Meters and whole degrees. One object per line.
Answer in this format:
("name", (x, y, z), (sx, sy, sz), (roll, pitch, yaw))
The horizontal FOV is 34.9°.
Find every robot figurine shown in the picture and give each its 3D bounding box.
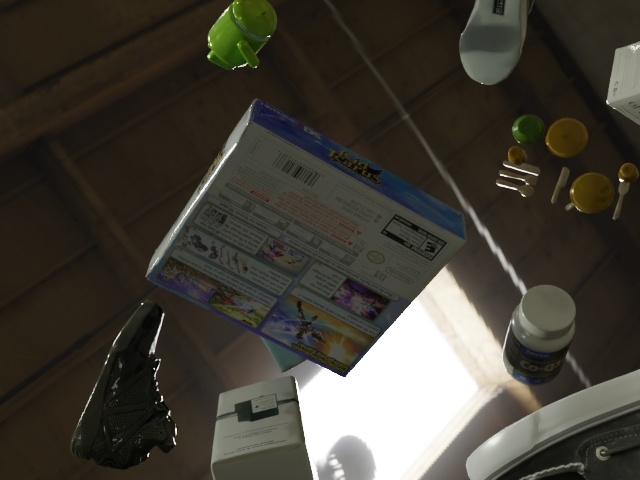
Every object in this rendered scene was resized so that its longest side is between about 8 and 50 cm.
("robot figurine", (-0.102, -0.274, 1.333), (0.067, 0.115, 0.101), (24, -135, -28))

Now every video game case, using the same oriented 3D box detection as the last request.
("video game case", (-0.019, 0.007, 1.133), (0.269, 0.244, 0.061), (29, -148, -15))

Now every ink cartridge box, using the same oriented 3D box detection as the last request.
("ink cartridge box", (-0.045, 0.235, 0.970), (0.087, 0.208, 0.153), (-12, -81, -1))

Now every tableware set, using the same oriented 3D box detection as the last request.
("tableware set", (0.287, -0.088, 1.174), (0.104, 0.154, 0.024), (-70, -21, -5))

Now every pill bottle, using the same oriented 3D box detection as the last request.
("pill bottle", (0.271, 0.117, 1.259), (0.078, 0.137, 0.078), (-1, -124, 2))

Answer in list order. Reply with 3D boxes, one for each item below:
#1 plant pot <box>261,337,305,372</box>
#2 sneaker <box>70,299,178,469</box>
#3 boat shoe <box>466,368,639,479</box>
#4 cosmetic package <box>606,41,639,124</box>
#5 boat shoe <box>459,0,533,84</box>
("plant pot", (0.000, 0.000, 1.555), (0.252, 0.248, 0.247), (53, -143, -4))
("sneaker", (-0.231, 0.199, 1.355), (0.130, 0.087, 0.227), (20, -97, 4))
("boat shoe", (0.191, 0.119, 0.584), (0.080, 0.228, 0.076), (26, -138, -54))
("cosmetic package", (0.363, -0.098, 0.868), (0.239, 0.099, 0.060), (25, -112, -27))
("boat shoe", (0.225, -0.289, 1.236), (0.077, 0.219, 0.070), (22, -130, 15))
